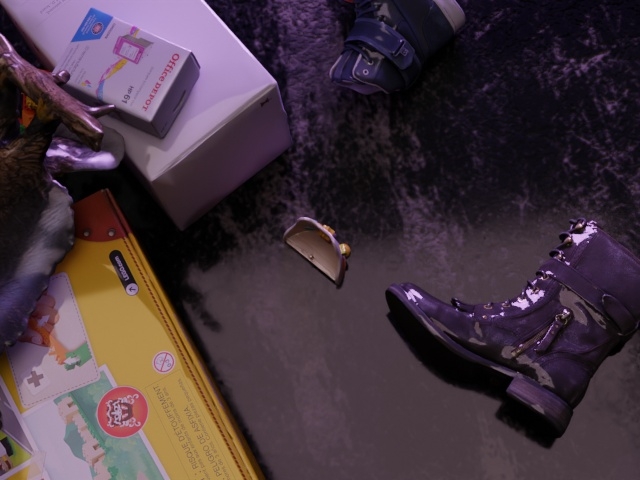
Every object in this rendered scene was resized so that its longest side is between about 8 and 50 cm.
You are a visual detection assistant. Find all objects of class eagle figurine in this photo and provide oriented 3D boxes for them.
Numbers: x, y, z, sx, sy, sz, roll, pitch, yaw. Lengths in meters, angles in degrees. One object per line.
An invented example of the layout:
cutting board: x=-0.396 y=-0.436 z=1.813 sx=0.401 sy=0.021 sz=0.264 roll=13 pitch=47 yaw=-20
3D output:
eagle figurine: x=-0.340 y=-0.041 z=1.116 sx=0.225 sy=0.226 sz=0.298 roll=31 pitch=101 yaw=-14

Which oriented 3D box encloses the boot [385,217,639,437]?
boot: x=0.229 y=0.064 z=1.279 sx=0.263 sy=0.091 sz=0.229 roll=35 pitch=72 yaw=9

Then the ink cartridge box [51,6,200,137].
ink cartridge box: x=-0.198 y=-0.172 z=1.201 sx=0.122 sy=0.052 sz=0.088 roll=25 pitch=78 yaw=11

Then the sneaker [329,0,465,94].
sneaker: x=0.046 y=-0.269 z=1.346 sx=0.226 sy=0.086 sz=0.163 roll=43 pitch=81 yaw=-21

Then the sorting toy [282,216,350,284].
sorting toy: x=0.000 y=0.000 z=1.308 sx=0.083 sy=0.075 sz=0.045 roll=39 pitch=79 yaw=14

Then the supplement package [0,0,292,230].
supplement package: x=-0.194 y=-0.191 z=1.328 sx=0.175 sy=0.177 sz=0.293 roll=-39 pitch=73 yaw=-8

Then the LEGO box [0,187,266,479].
LEGO box: x=-0.257 y=0.259 z=1.179 sx=0.372 sy=0.193 sz=0.500 roll=-27 pitch=72 yaw=-5

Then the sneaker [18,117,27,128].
sneaker: x=-0.450 y=-0.132 z=1.333 sx=0.279 sy=0.118 sz=0.107 roll=11 pitch=60 yaw=-13

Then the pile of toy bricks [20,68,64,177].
pile of toy bricks: x=-0.343 y=-0.078 z=1.274 sx=0.118 sy=0.212 sz=0.105 roll=8 pitch=32 yaw=-3

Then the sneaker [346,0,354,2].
sneaker: x=0.074 y=-0.359 z=1.435 sx=0.067 sy=0.064 sz=0.175 roll=29 pitch=71 yaw=34
